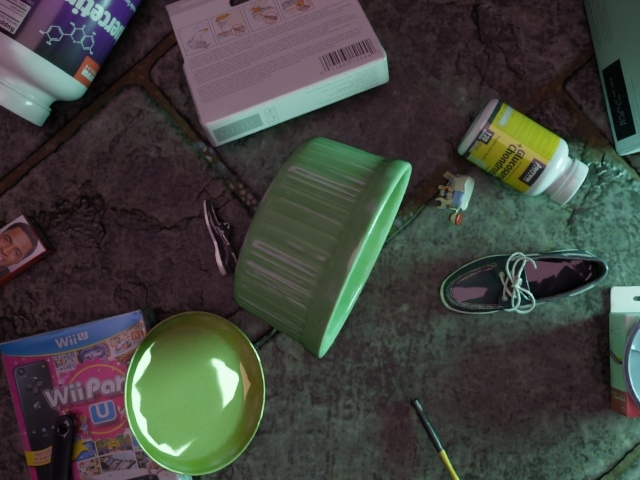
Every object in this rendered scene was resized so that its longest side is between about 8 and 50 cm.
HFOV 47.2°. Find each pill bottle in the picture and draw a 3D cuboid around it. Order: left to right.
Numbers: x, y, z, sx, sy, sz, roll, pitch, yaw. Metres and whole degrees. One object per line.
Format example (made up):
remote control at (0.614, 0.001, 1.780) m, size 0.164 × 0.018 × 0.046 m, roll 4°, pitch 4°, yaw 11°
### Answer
pill bottle at (-0.397, -0.342, 1.115) m, size 0.182 × 0.181 × 0.322 m, roll 30°, pitch 89°, yaw 2°
pill bottle at (0.315, -0.133, 1.139) m, size 0.184 × 0.103 × 0.103 m, roll 32°, pitch 89°, yaw 2°

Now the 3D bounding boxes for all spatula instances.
spatula at (-0.393, 0.400, 1.071) m, size 0.084 × 0.030 × 0.296 m, roll 8°, pitch 90°, yaw 3°

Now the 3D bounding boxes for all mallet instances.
mallet at (0.193, 0.340, 1.162) m, size 0.039 × 0.062 × 0.189 m, roll -27°, pitch 73°, yaw -2°

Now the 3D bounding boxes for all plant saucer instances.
plant saucer at (-0.192, 0.229, 1.107) m, size 0.241 × 0.037 × 0.240 m, roll 12°, pitch 71°, yaw -38°

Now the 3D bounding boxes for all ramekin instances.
ramekin at (0.000, 0.000, 1.047) m, size 0.148 × 0.303 × 0.303 m, roll 25°, pitch 88°, yaw 8°

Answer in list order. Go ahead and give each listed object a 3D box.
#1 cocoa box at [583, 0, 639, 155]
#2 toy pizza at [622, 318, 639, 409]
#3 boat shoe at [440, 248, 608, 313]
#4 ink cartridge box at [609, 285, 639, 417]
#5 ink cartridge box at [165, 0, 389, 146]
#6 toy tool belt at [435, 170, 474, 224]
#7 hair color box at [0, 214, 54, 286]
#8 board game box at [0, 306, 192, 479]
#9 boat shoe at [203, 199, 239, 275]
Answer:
cocoa box at (0.553, -0.329, 1.079) m, size 0.228 × 0.231 × 0.347 m, roll -11°, pitch 88°, yaw -1°
toy pizza at (0.546, 0.183, 1.093) m, size 0.201 × 0.032 × 0.201 m, roll 0°, pitch 90°, yaw -1°
boat shoe at (0.317, 0.065, 1.143) m, size 0.255 × 0.079 × 0.095 m, roll -6°, pitch 88°, yaw 0°
ink cartridge box at (0.519, 0.171, 1.143) m, size 0.115 × 0.067 × 0.198 m, roll -1°, pitch 88°, yaw 0°
ink cartridge box at (-0.074, -0.314, 1.170) m, size 0.296 × 0.066 × 0.261 m, roll -20°, pitch 62°, yaw 0°
toy tool belt at (0.209, -0.068, 1.170) m, size 0.051 × 0.052 × 0.083 m, roll 16°, pitch 84°, yaw 32°
hair color box at (-0.508, 0.027, 1.171) m, size 0.141 × 0.043 × 0.072 m, roll -34°, pitch 87°, yaw -1°
board game box at (-0.341, 0.276, 1.136) m, size 0.224 × 0.097 × 0.303 m, roll -14°, pitch 88°, yaw -1°
boat shoe at (-0.156, -0.008, 1.168) m, size 0.038 × 0.046 × 0.125 m, roll -16°, pitch 91°, yaw 0°
